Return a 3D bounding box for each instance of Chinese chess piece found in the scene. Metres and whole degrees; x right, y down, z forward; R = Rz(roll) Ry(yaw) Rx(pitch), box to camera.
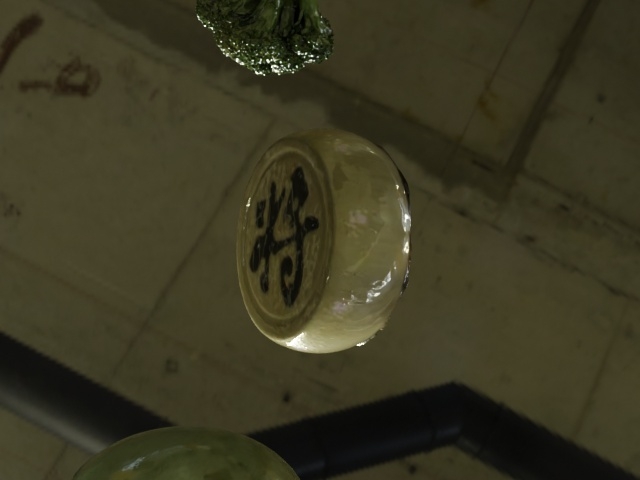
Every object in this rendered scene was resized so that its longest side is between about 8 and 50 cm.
[{"bbox_3d":[0.000,0.000,1.464,0.104,0.257,0.257,4,-121,-30],"label":"Chinese chess piece"}]

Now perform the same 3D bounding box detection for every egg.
[{"bbox_3d":[-0.145,0.296,1.324,0.296,0.218,0.218,10,-125,30],"label":"egg"}]

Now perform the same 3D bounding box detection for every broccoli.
[{"bbox_3d":[-0.056,-0.251,1.475,0.146,0.138,0.162,-26,-118,-38],"label":"broccoli"}]
